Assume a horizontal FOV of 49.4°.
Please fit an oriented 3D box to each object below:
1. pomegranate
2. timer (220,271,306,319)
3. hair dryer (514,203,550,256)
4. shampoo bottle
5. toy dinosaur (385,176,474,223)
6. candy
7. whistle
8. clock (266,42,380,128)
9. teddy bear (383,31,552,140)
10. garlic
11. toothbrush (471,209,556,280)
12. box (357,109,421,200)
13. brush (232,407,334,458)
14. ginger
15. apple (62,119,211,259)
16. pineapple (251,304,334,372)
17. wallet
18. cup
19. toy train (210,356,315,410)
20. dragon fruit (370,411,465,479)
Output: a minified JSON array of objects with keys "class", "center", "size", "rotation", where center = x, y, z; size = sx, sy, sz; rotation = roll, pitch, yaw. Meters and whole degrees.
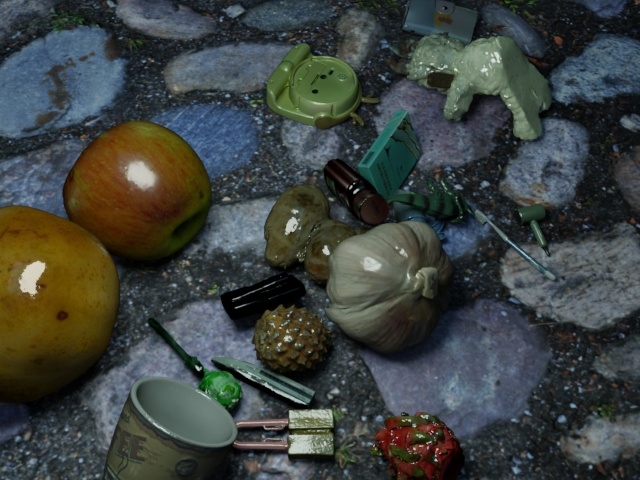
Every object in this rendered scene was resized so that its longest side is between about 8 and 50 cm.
[{"class":"pomegranate","center":[-0.630,0.138,1.498],"size":[0.417,0.416,0.416],"rotation":[1,58,-2]},{"class":"timer","center":[-0.139,0.126,1.654],"size":[0.188,0.144,0.055],"rotation":[-18,104,-14]},{"class":"hair dryer","center":[0.572,-0.022,1.837],"size":[0.071,0.047,0.150],"rotation":[-14,71,-9]},{"class":"shampoo bottle","center":[0.086,-0.115,1.718],"size":[0.084,0.129,0.323],"rotation":[-29,23,-2]},{"class":"toy dinosaur","center":[0.283,-0.107,1.779],"size":[0.292,0.079,0.120],"rotation":[15,42,-27]},{"class":"candy","center":[-0.299,0.274,1.595],"size":[0.097,0.097,0.323],"rotation":[-38,59,-23]},{"class":"whistle","center":[0.241,-0.023,1.795],"size":[0.180,0.093,0.269],"rotation":[-2,52,-12]},{"class":"clock","center":[0.014,-0.437,2.030],"size":[0.308,0.096,0.235],"rotation":[24,60,10]},{"class":"teddy bear","center":[0.432,-0.462,2.062],"size":[0.362,0.375,0.327],"rotation":[-6,47,45]},{"class":"garlic","center":[0.169,0.105,1.604],"size":[0.322,0.321,0.241],"rotation":[-15,35,-11]},{"class":"toothbrush","center":[0.502,0.014,1.817],"size":[0.025,0.019,0.276],"rotation":[-38,67,-17]},{"class":"box","center":[0.188,-0.216,1.864],"size":[0.041,0.162,0.229],"rotation":[13,56,34]},{"class":"brush","center":[-0.086,0.425,1.522],"size":[0.234,0.047,0.103],"rotation":[0,58,-1]},{"class":"ginger","center":[0.000,0.000,1.739],"size":[0.304,0.155,0.244],"rotation":[34,56,8]},{"class":"apple","center":[-0.433,-0.112,1.678],"size":[0.340,0.339,0.339],"rotation":[1,58,-2]},{"class":"pineapple","center":[-0.054,0.224,1.589],"size":[0.193,0.166,0.166],"rotation":[8,54,-28]},{"class":"wallet","center":[0.379,-0.699,2.227],"size":[0.231,0.069,0.170],"rotation":[17,63,1]},{"class":"cup","center":[-0.330,0.423,1.416],"size":[0.227,0.301,0.257],"rotation":[28,100,-15]},{"class":"toy train","center":[-0.132,0.312,1.583],"size":[0.252,0.055,0.048],"rotation":[24,60,11]},{"class":"dragon fruit","center":[0.204,0.442,1.471],"size":[0.172,0.166,0.160],"rotation":[25,42,36]}]
